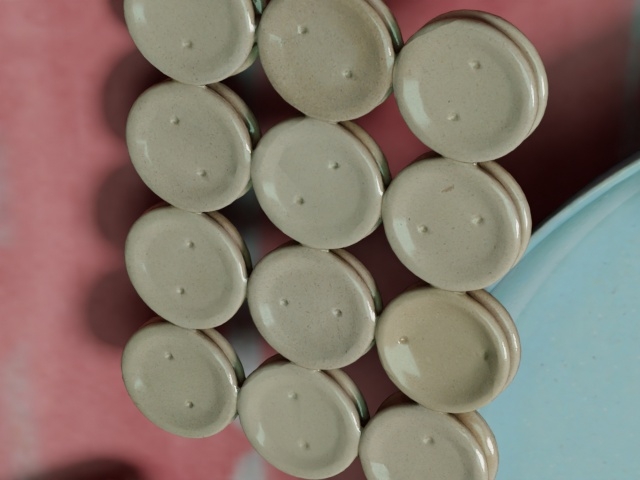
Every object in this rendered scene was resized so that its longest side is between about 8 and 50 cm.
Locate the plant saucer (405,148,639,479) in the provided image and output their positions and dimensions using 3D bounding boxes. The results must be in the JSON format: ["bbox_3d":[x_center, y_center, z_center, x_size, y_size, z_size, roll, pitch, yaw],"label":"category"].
[{"bbox_3d":[0.176,0.070,0.570,0.318,0.043,0.317,2,127,2],"label":"plant saucer"}]

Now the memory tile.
[{"bbox_3d":[0.000,0.000,0.512,0.113,0.012,0.148,16,122,19],"label":"memory tile"}]
